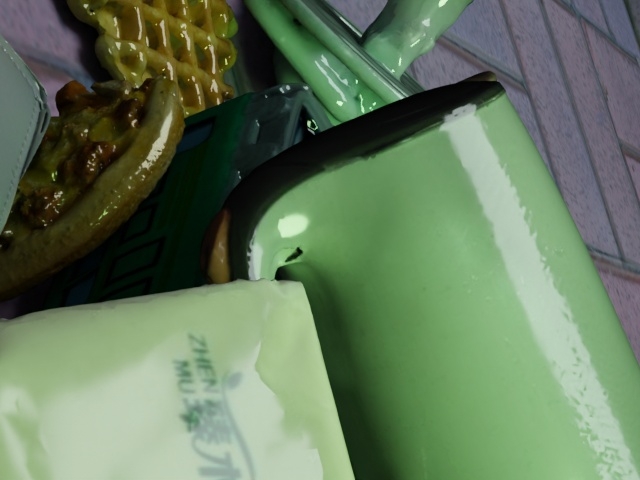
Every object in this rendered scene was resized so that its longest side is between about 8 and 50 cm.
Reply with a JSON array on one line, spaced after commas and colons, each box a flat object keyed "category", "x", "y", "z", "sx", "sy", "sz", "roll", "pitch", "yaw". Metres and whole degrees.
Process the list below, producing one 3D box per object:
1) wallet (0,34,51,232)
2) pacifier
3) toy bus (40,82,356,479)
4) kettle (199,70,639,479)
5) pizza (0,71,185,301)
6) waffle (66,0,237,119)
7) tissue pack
[{"category": "wallet", "x": -0.248, "y": -0.108, "z": 0.915, "sx": 0.231, "sy": 0.069, "sz": 0.170, "roll": 52, "pitch": 31, "yaw": -35}, {"category": "pacifier", "x": 0.067, "y": -0.205, "z": 1.467, "sx": 0.288, "sy": 0.269, "sz": 0.343, "roll": 39, "pitch": 7, "yaw": -11}, {"category": "toy bus", "x": -0.069, "y": 0.074, "z": 0.996, "sx": 0.183, "sy": 0.199, "sz": 0.343, "roll": 60, "pitch": 23, "yaw": -29}, {"category": "kettle", "x": 0.056, "y": 0.059, "z": 0.860, "sx": 0.240, "sy": 0.165, "sz": 0.255, "roll": -28, "pitch": 100, "yaw": -39}, {"category": "pizza", "x": -0.165, "y": -0.041, "z": 1.011, "sx": 0.175, "sy": 0.134, "sz": 0.046, "roll": -54, "pitch": 140, "yaw": -21}, {"category": "waffle", "x": -0.138, "y": -0.197, "z": 1.292, "sx": 0.238, "sy": 0.059, "sz": 0.243, "roll": 59, "pitch": 26, "yaw": -31}, {"category": "tissue pack", "x": -0.117, "y": 0.222, "z": 0.633, "sx": 0.297, "sy": 0.207, "sz": 0.380, "roll": -7, "pitch": 72, "yaw": -29}]
